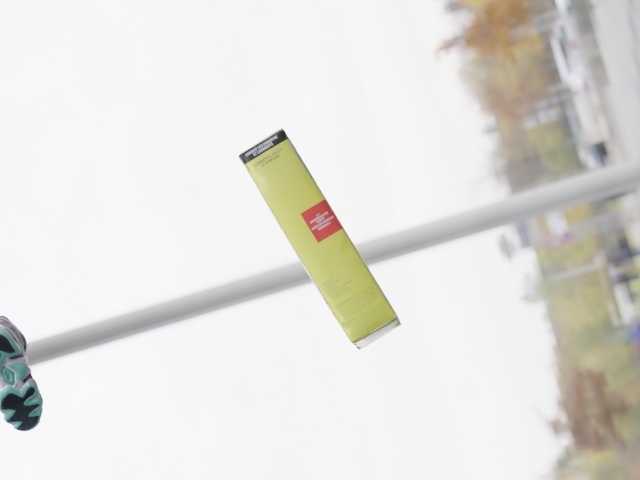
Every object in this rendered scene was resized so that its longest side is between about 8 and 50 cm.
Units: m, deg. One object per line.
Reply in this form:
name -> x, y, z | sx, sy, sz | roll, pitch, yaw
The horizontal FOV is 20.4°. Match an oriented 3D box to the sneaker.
sneaker -> -0.253, 0.104, 1.472 | 0.069, 0.038, 0.098 | -104, 1, -68

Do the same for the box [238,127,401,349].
box -> 0.000, 0.000, 1.848 | 0.232, 0.058, 0.087 | 59, -179, 11
